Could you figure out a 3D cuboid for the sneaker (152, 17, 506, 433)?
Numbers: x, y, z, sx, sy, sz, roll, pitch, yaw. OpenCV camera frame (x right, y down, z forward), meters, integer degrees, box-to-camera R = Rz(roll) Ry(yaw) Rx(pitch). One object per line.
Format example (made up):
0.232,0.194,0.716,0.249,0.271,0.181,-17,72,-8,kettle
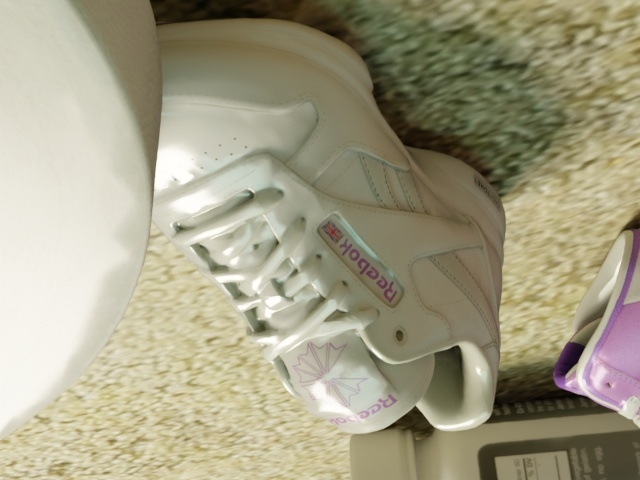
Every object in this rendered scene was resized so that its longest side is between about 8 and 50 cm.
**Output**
0.000,0.000,0.669,0.114,0.152,0.305,-23,145,34,sneaker

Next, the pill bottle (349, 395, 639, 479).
0.168,0.196,1.045,0.283,0.161,0.161,-6,152,3,pill bottle

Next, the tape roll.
-0.252,-0.045,0.526,0.392,0.072,0.392,0,135,0,tape roll

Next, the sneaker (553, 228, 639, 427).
0.225,0.110,0.885,0.161,0.102,0.282,-3,115,6,sneaker
